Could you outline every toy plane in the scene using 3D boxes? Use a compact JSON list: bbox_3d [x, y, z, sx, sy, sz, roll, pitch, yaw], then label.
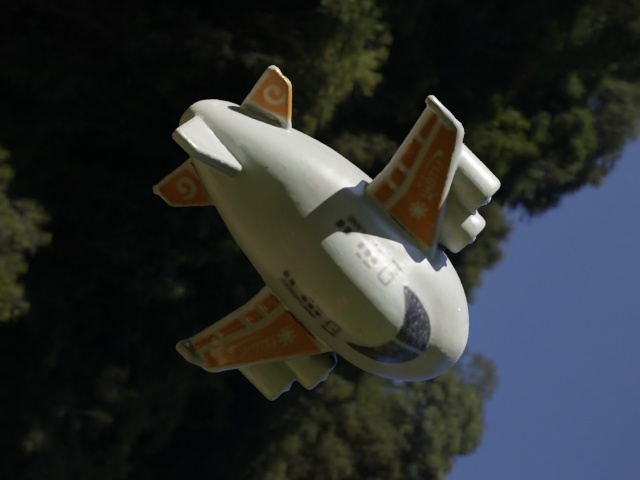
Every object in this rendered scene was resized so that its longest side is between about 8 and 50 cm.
[{"bbox_3d":[0.000,0.000,0.916,0.117,0.244,0.245,-56,166,-75],"label":"toy plane"}]
